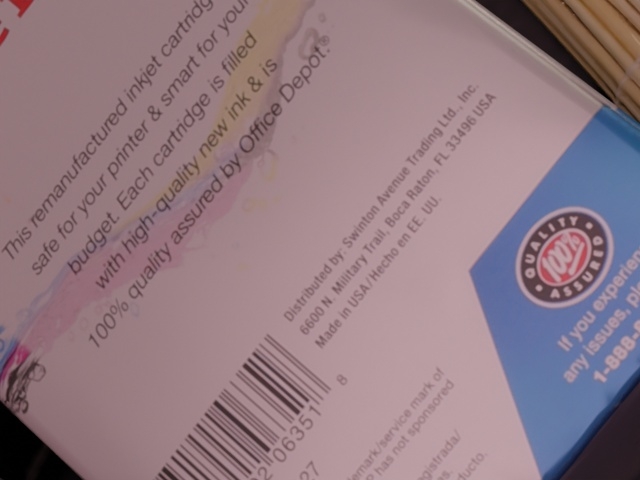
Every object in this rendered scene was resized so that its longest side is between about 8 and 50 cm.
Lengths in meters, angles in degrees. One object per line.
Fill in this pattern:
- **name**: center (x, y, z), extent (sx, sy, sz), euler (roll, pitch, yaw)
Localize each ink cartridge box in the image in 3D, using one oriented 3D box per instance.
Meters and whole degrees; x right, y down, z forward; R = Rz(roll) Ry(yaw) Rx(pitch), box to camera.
- **ink cartridge box**: center (0.000, 0.000, 0.559), extent (0.233, 0.168, 0.171), euler (41, 96, 19)

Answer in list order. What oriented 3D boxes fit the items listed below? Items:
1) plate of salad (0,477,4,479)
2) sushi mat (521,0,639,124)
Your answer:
- **plate of salad**: center (-0.156, 0.177, 0.653), extent (0.200, 0.048, 0.199), euler (-4, 77, 16)
- **sushi mat**: center (0.050, -0.183, 0.594), extent (0.316, 0.019, 0.151), euler (50, 136, 20)
